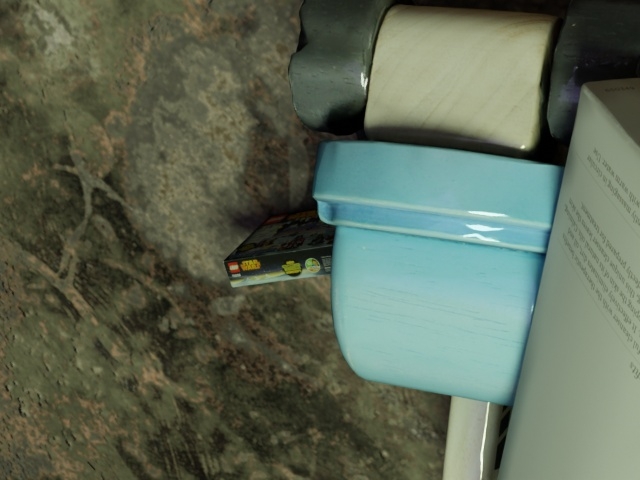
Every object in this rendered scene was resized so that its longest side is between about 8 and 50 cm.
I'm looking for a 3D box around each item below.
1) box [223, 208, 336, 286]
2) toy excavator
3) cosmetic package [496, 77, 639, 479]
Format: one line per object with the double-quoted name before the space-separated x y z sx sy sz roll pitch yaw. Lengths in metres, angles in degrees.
"box" 0.000 0.000 1.054 0.137 0.094 0.027 -9 110 27
"toy excavator" 0.117 0.067 0.935 0.222 0.433 0.445 10 90 20
"cosmetic package" 0.211 0.111 0.717 0.155 0.197 0.365 -4 125 -14
